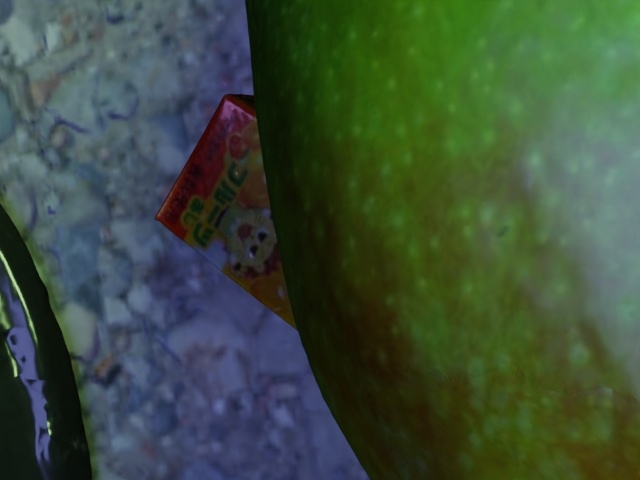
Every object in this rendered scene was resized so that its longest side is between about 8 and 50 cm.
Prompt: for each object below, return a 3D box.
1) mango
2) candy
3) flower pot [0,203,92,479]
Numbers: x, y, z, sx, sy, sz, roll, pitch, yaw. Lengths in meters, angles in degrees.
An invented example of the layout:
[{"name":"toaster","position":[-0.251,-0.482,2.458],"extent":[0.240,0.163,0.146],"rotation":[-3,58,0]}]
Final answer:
[{"name":"mango","position":[0.088,-0.073,0.421],"extent":[0.225,0.201,0.382],"rotation":[-15,74,37]},{"name":"candy","position":[0.000,0.000,0.546],"extent":[0.122,0.038,0.062],"rotation":[37,106,19]},{"name":"flower pot","position":[-0.308,0.121,0.581],"extent":[0.379,0.251,0.379],"rotation":[1,93,22]}]
